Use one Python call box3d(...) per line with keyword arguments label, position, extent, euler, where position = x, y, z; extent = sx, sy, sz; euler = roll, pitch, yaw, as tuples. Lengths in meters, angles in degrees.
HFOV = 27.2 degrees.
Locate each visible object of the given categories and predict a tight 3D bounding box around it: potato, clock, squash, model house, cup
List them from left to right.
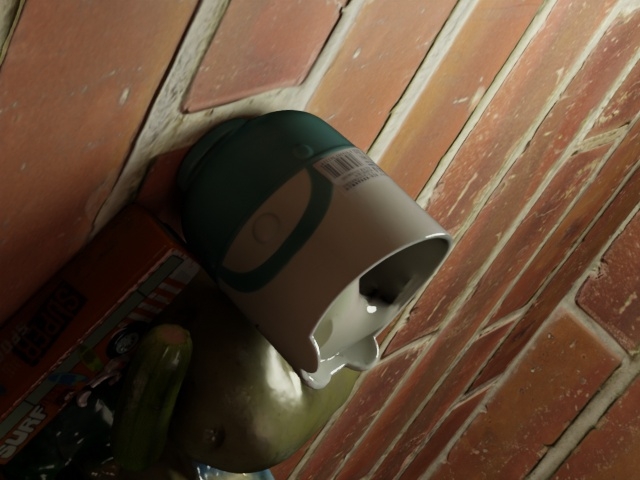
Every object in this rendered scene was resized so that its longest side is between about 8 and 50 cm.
box3d(label="clock", position=(-0.269, 0.136, 1.467), extent=(0.129, 0.087, 0.041), euler=(-43, 162, 18))
box3d(label="model house", position=(-0.239, 0.378, 1.626), extent=(0.335, 0.342, 0.382), euler=(-51, 159, 22))
box3d(label="squash", position=(-0.187, 0.175, 1.446), extent=(0.066, 0.066, 0.229), euler=(-27, 151, -41))
box3d(label="potato", position=(-0.083, 0.141, 1.605), extent=(0.221, 0.243, 0.326), euler=(-49, 175, 29))
box3d(label="cup", position=(0.000, 0.000, 1.457), extent=(0.219, 0.257, 0.289), euler=(-49, 160, 13))

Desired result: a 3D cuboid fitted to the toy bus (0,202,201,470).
box3d(label="toy bus", position=(-0.300, 0.134, 1.384), extent=(0.409, 0.093, 0.092), euler=(-45, 153, -2))
